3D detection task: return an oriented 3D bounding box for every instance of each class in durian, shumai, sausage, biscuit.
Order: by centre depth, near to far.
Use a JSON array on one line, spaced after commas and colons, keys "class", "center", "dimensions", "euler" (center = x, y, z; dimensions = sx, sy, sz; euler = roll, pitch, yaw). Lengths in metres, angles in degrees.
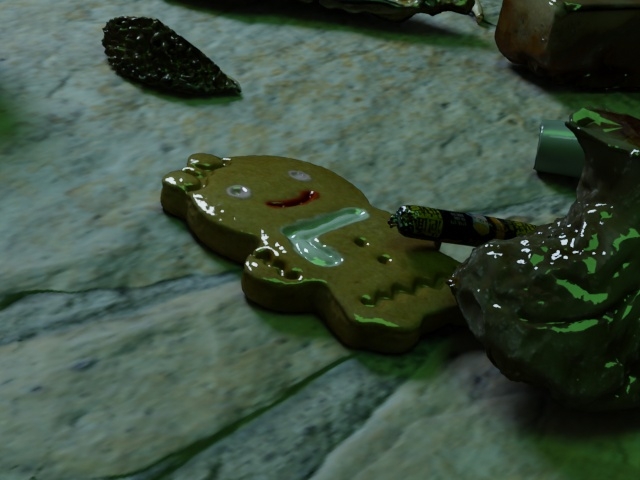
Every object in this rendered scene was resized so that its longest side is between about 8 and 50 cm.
[{"class": "shumai", "center": [0.197, 0.009, 1.248], "dimensions": [0.206, 0.176, 0.166], "euler": [-14, 49, -44]}, {"class": "biscuit", "center": [0.000, -0.003, 1.341], "dimensions": [0.184, 0.035, 0.249], "euler": [-15, 40, -43]}, {"class": "sausage", "center": [0.124, -0.004, 1.369], "dimensions": [0.198, 0.025, 0.028], "euler": [9, 33, -39]}, {"class": "durian", "center": [-0.128, -0.145, 1.549], "dimensions": [0.130, 0.052, 0.066], "euler": [23, -9, 10]}]

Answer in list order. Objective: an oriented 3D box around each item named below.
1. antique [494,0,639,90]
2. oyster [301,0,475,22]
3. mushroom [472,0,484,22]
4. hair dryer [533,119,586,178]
[{"class": "antique", "center": [0.311, -0.200, 1.771], "dimensions": [0.309, 0.093, 0.087], "euler": [-5, 34, -31]}, {"class": "oyster", "center": [-0.025, -0.252, 1.747], "dimensions": [0.345, 0.079, 0.129], "euler": [11, 50, -10]}, {"class": "mushroom", "center": [0.122, -0.289, 1.924], "dimensions": [0.028, 0.026, 0.286], "euler": [-12, 36, -12]}, {"class": "hair dryer", "center": [0.281, -0.086, 1.603], "dimensions": [0.229, 0.092, 0.267], "euler": [3, 16, -9]}]
